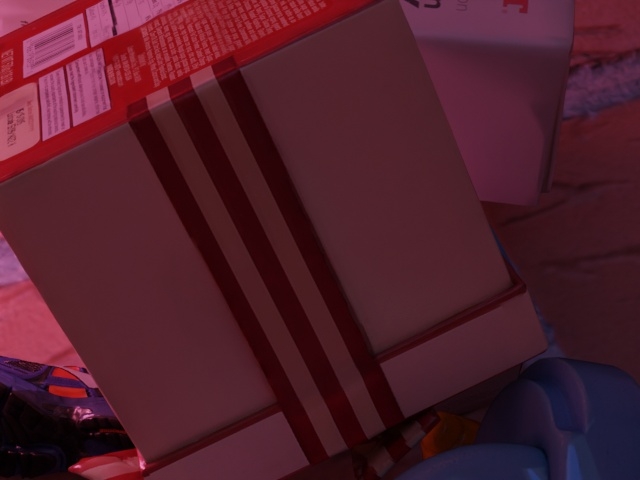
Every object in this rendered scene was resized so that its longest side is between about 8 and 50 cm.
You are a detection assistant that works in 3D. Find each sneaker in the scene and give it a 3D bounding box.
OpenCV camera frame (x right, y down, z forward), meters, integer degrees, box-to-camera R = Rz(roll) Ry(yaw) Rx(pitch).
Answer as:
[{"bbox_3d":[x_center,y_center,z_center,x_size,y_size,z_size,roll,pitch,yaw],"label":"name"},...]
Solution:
[{"bbox_3d":[-0.178,0.125,0.979,0.221,0.083,0.087,15,25,16],"label":"sneaker"}]

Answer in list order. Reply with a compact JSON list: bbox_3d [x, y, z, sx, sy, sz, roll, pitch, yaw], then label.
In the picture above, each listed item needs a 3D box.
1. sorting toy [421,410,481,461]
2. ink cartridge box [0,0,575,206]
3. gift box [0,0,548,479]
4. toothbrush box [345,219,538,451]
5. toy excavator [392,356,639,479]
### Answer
[{"bbox_3d":[0.062,0.250,0.843,0.127,0.126,0.366,-5,48,35],"label":"sorting toy"},{"bbox_3d":[-0.008,-0.197,1.001,0.384,0.160,0.279,7,52,5],"label":"ink cartridge box"},{"bbox_3d":[-0.055,-0.010,0.782,0.276,0.258,0.255,-25,29,5],"label":"gift box"},{"bbox_3d":[0.000,0.000,1.037,0.216,0.126,0.296,-15,56,-13],"label":"toothbrush box"},{"bbox_3d":[0.027,0.257,0.686,0.445,0.222,0.433,9,66,-7],"label":"toy excavator"}]
